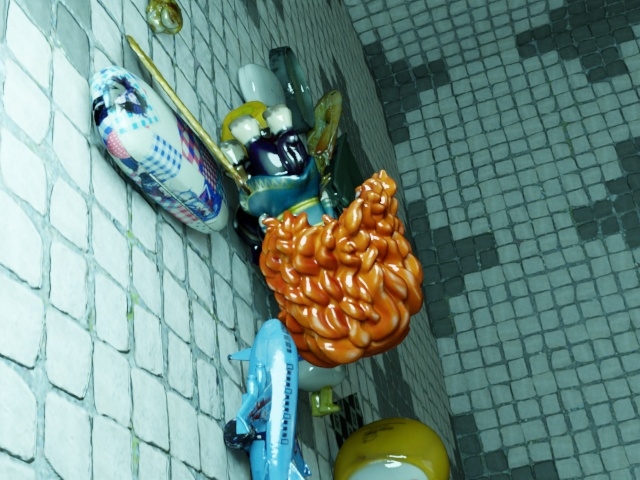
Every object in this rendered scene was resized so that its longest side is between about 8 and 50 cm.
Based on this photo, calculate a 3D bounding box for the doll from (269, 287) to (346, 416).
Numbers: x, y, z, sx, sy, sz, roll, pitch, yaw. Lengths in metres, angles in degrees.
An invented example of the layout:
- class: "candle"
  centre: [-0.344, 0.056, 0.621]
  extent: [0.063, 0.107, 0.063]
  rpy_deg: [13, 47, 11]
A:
- class: "doll"
  centre: [-0.016, 0.153, 1.559]
  extent: [0.138, 0.119, 0.293]
  rpy_deg: [-36, -118, 56]

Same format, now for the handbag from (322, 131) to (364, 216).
- class: "handbag"
  centre: [0.070, -0.123, 2.404]
  extent: [0.260, 0.079, 0.247]
  rpy_deg: [-86, 155, -52]

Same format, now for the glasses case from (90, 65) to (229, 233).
- class: "glasses case"
  centre: [-0.197, -0.106, 1.162]
  extent: [0.327, 0.076, 0.125]
  rpy_deg: [49, 23, -64]

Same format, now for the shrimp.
- class: "shrimp"
  centre: [0.010, -0.264, 2.240]
  extent: [0.061, 0.145, 0.267]
  rpy_deg: [29, 50, -23]

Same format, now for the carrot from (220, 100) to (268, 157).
- class: "carrot"
  centre: [-0.083, -0.095, 1.588]
  extent: [0.114, 0.114, 0.302]
  rpy_deg: [-88, 161, -56]

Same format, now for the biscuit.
- class: "biscuit"
  centre: [-0.179, -0.170, 1.206]
  extent: [0.237, 0.013, 0.232]
  rpy_deg: [52, 0, -21]

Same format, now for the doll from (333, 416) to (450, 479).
- class: "doll"
  centre: [0.138, 0.442, 1.643]
  extent: [0.213, 0.213, 0.236]
  rpy_deg: [-74, 148, -68]

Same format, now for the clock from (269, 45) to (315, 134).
- class: "clock"
  centre: [-0.066, -0.363, 2.184]
  extent: [0.215, 0.042, 0.215]
  rpy_deg: [-16, 90, -78]

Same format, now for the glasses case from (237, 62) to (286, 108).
- class: "glasses case"
  centre: [-0.115, -0.302, 1.834]
  extent: [0.233, 0.059, 0.092]
  rpy_deg: [-6, 79, -79]

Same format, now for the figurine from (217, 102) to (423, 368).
- class: "figurine"
  centre: [-0.021, -0.010, 1.368]
  extent: [0.412, 0.241, 0.306]
  rpy_deg: [45, -47, 30]

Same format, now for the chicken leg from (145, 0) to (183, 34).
- class: "chicken leg"
  centre: [-0.257, -0.427, 1.340]
  extent: [0.107, 0.087, 0.251]
  rpy_deg: [-34, 115, -59]

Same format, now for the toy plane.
- class: "toy plane"
  centre: [-0.070, 0.236, 1.228]
  extent: [0.254, 0.105, 0.271]
  rpy_deg: [56, 21, -58]

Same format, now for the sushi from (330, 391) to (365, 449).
- class: "sushi"
  centre: [0.101, 0.442, 1.865]
  extent: [0.290, 0.050, 0.264]
  rpy_deg: [9, 65, -76]
